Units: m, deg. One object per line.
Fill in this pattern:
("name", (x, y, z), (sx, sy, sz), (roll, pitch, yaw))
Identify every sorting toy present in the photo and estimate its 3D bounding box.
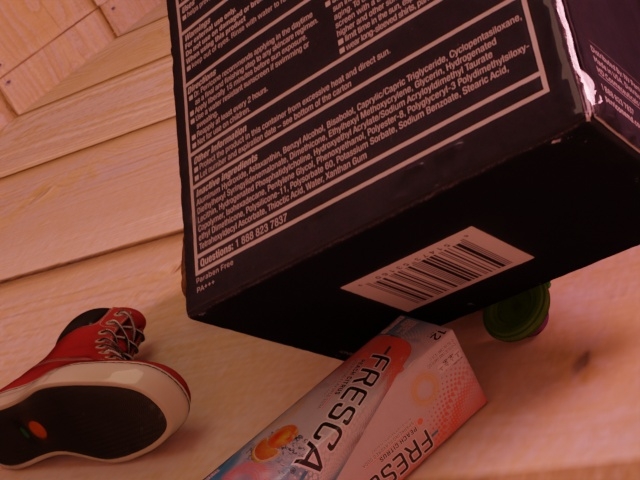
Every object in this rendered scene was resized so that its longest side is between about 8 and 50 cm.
("sorting toy", (0.135, 0.039, 0.726), (0.061, 0.042, 0.102), (-51, 34, 3))

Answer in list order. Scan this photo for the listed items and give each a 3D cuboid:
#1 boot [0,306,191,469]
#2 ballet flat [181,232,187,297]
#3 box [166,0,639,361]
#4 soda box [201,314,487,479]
("boot", (-0.173, 0.104, 0.886), (0.244, 0.088, 0.176), (-14, 24, 39))
("ballet flat", (0.000, 0.000, 0.893), (0.342, 0.116, 0.124), (-11, 48, 37))
("box", (0.061, -0.112, 0.697), (0.296, 0.182, 0.294), (-26, 59, 33))
("soda box", (0.015, 0.125, 0.639), (0.183, 0.063, 0.058), (-38, 24, -22))
